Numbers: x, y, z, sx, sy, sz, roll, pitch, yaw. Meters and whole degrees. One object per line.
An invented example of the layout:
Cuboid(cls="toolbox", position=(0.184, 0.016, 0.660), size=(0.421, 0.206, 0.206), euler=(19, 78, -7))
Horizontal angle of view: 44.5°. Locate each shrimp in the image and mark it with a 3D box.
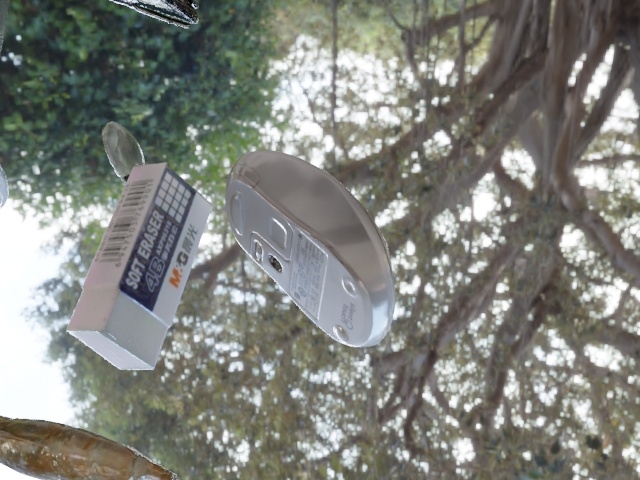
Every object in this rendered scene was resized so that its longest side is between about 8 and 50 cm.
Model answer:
Cuboid(cls="shrimp", position=(-0.225, 0.187, 0.676), size=(0.224, 0.126, 0.047), euler=(9, -114, 15))

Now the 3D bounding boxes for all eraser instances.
Cuboid(cls="eraser", position=(-0.262, 0.035, 1.154), size=(0.086, 0.130, 0.287), euler=(-5, -126, 31))

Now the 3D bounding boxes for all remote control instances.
Cuboid(cls="remote control", position=(-0.326, -0.138, 1.322), size=(0.045, 0.097, 0.256), euler=(-36, -145, 2))

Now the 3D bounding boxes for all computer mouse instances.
Cuboid(cls="computer mouse", position=(0.000, 0.000, 0.997), size=(0.121, 0.184, 0.297), euler=(-33, -124, -33))

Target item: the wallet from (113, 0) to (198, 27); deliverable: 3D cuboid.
Cuboid(cls="wallet", position=(-0.288, -0.312, 0.859), size=(0.318, 0.045, 0.172), euler=(22, -178, 22))

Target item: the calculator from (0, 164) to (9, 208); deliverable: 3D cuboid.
Cuboid(cls="calculator", position=(-0.420, -0.088, 0.752), size=(0.184, 0.295, 0.042), euler=(-6, -113, 6))

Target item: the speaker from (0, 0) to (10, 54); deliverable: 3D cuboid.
Cuboid(cls="speaker", position=(-0.261, -0.169, 0.577), size=(0.044, 0.082, 0.218), euler=(2, -129, -16))
